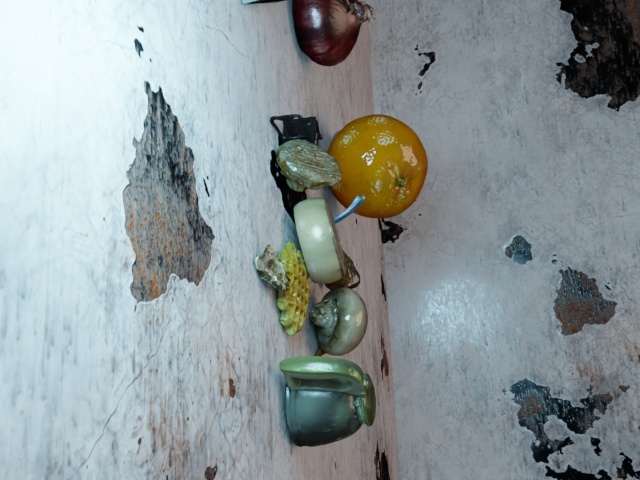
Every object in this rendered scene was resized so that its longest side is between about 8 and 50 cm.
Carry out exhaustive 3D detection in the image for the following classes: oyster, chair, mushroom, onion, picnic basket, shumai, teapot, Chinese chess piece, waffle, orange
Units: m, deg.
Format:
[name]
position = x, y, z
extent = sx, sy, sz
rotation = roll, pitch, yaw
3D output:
[oyster]
position = -0.123, 0.084, 1.574
extent = 0.148, 0.051, 0.103
rotation = 55, 31, -24
[chair]
position = -0.071, -0.342, 1.853
extent = 0.229, 0.106, 0.113
rotation = 65, 24, -56
[mushroom]
position = 0.054, 0.262, 1.985
extent = 0.178, 0.226, 0.226
rotation = 14, 65, -33
[onion]
position = 0.052, -0.809, 2.195
extent = 0.348, 0.286, 0.347
rotation = 0, 90, -67
[picnic basket]
position = 0.072, 0.120, 2.207
extent = 0.178, 0.128, 0.137
rotation = 47, 39, -41
[shumai]
position = -0.053, -0.209, 1.824
extent = 0.153, 0.210, 0.161
rotation = -38, -129, 52
[teapot]
position = 0.028, 0.406, 1.679
extent = 0.239, 0.240, 0.321
rotation = -68, 148, -65
[Chinese chess piece]
position = 0.000, 0.000, 1.889
extent = 0.270, 0.112, 0.269
rotation = -14, 90, -86
[waffle]
position = -0.074, 0.140, 1.758
extent = 0.261, 0.056, 0.249
rotation = -70, 151, -66
[orange]
position = 0.227, -0.284, 2.409
extent = 0.326, 0.424, 0.423
rotation = -130, -158, -54

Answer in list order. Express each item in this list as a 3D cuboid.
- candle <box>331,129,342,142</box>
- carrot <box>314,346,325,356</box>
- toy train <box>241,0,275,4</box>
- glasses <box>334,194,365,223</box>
[candle]
position = 0.120, -0.371, 2.605
extent = 0.168, 0.192, 0.068
rotation = -53, -170, 28
[carrot]
position = 0.003, 0.371, 2.035
extent = 0.142, 0.035, 0.035
rotation = -30, 114, -68
[toy train]
position = -0.142, -0.740, 1.773
extent = 0.407, 0.087, 0.088
rotation = -64, 141, -66
[glasses]
position = 0.046, -0.095, 2.100
extent = 0.088, 0.220, 0.190
rotation = 46, 14, 7
